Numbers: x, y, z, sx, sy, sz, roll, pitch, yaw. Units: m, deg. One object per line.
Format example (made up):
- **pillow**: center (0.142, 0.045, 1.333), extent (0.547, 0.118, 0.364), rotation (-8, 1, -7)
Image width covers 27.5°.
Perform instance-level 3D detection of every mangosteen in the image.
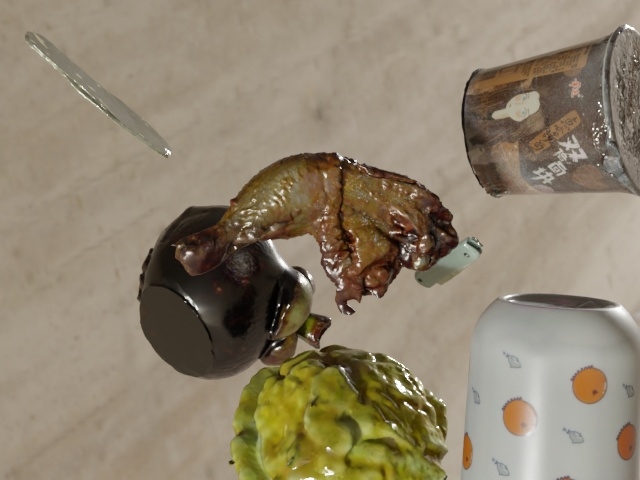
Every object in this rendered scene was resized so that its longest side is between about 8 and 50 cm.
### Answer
- **mangosteen**: center (-0.132, 0.088, 1.936), extent (0.288, 0.287, 0.233), rotation (2, -151, 36)

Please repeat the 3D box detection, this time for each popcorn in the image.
- **popcorn**: center (0.023, 0.277, 1.684), extent (0.282, 0.247, 0.282), rotation (-27, -142, 23)

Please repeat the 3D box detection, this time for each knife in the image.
- **knife**: center (0.183, 0.034, 1.864), extent (0.023, 0.044, 0.162), rotation (-54, -172, -29)

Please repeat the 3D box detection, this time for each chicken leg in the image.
- **chicken leg**: center (0.000, -0.013, 1.504), extent (0.323, 0.177, 0.083), rotation (14, -179, -12)

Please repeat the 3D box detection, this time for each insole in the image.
- **insole**: center (-0.294, -0.191, 1.735), extent (0.011, 0.248, 0.081), rotation (-45, -166, 15)

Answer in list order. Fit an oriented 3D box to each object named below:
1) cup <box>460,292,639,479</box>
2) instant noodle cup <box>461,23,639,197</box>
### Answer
- **cup**: center (0.276, 0.228, 1.552), extent (0.212, 0.317, 0.212), rotation (3, -175, 0)
- **instant noodle cup**: center (0.306, -0.148, 1.649), extent (0.207, 0.217, 0.217), rotation (-6, -159, 33)
